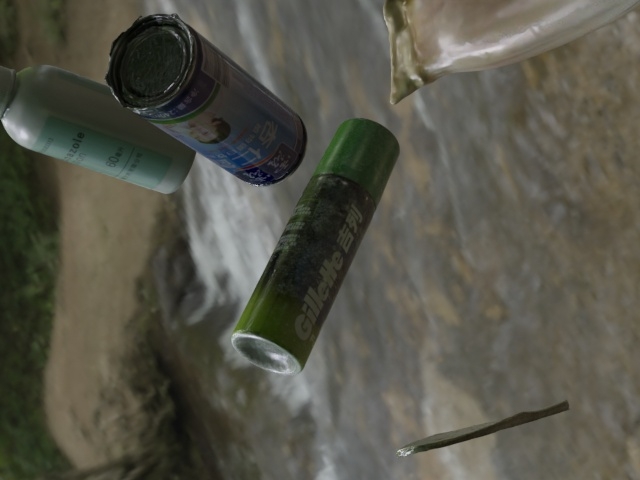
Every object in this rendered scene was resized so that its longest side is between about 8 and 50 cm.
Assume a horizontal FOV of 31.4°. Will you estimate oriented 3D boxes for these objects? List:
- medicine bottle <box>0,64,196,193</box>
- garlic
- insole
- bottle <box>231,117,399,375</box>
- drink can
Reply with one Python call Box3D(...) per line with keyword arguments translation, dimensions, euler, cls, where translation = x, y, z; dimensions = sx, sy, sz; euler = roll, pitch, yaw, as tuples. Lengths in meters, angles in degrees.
Box3D(translation=(-0.332, -0.160, 1.442), dimensions=(0.110, 0.352, 0.110), euler=(-42, 39, 46), cls="medicine bottle")
Box3D(translation=(0.157, -0.175, 0.637), dimensions=(0.266, 0.128, 0.148), euler=(-15, 78, 55), cls="garlic")
Box3D(translation=(0.136, 0.151, 0.922), dimensions=(0.063, 0.192, 0.010), euler=(-23, 78, 45), cls="insole")
Box3D(translation=(0.000, 0.000, 1.375), dimensions=(0.093, 0.330, 0.093), euler=(20, 152, 11), cls="bottle")
Box3D(translation=(-0.103, -0.130, 1.105), dimensions=(0.097, 0.097, 0.235), euler=(56, -168, 26), cls="drink can")
